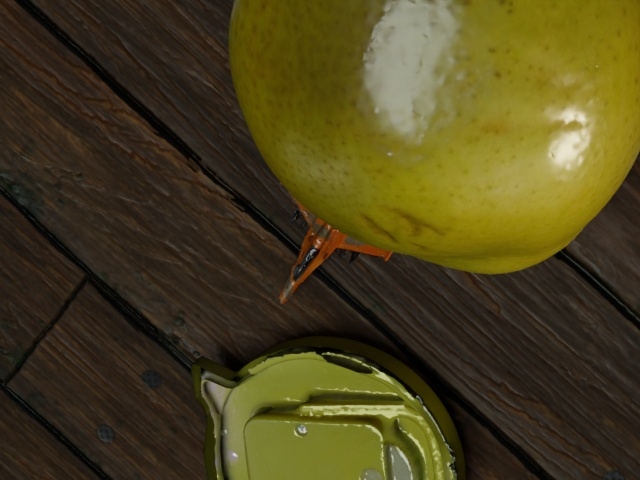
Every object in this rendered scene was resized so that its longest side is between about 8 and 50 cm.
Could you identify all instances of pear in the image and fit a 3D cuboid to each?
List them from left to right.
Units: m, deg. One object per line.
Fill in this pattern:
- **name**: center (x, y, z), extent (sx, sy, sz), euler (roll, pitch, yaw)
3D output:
- **pear**: center (0.107, -0.158, 1.653), extent (0.362, 0.362, 0.418), euler (9, 145, 20)

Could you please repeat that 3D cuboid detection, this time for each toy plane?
- **toy plane**: center (0.005, -0.005, 1.939), extent (0.135, 0.062, 0.188), euler (36, 136, 5)

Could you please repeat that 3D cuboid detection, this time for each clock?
- **clock**: center (0.013, 0.228, 2.025), extent (0.293, 0.071, 0.277), euler (8, 111, 21)
